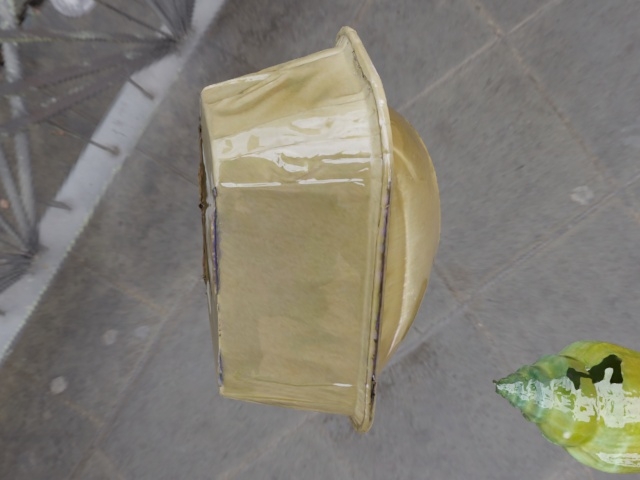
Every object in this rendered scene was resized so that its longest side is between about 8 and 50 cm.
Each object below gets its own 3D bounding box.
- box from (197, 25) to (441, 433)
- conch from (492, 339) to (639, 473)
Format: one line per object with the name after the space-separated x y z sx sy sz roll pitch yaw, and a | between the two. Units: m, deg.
0.000 0.000 0.476 0.111 0.111 0.177 2 125 2 | box
0.220 0.126 0.818 0.200 0.079 0.095 20 83 -4 | conch
